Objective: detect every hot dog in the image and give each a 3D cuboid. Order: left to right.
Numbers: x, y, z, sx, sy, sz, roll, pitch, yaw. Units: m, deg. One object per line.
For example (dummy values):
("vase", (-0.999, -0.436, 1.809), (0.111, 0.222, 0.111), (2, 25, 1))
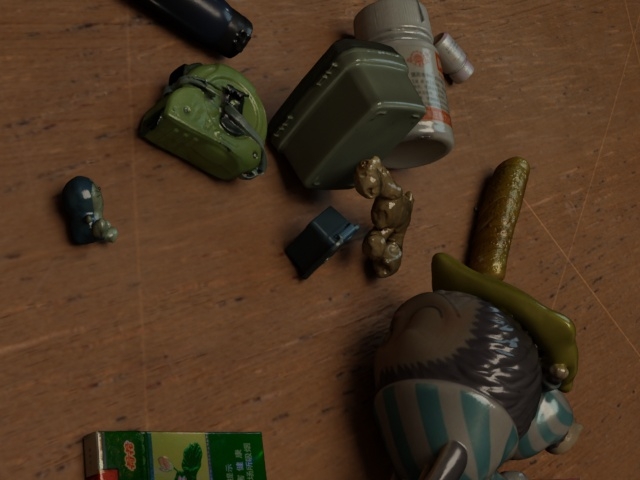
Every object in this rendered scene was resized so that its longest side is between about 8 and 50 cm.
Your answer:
("hot dog", (0.308, -0.038, 1.740), (0.061, 0.088, 0.286), (36, 46, -20))

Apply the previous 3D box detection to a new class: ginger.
("ginger", (0.092, -0.030, 1.458), (0.258, 0.065, 0.149), (49, 49, -69))

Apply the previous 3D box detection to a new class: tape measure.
("tape measure", (-0.141, -0.163, 1.348), (0.177, 0.087, 0.154), (32, 51, -33))

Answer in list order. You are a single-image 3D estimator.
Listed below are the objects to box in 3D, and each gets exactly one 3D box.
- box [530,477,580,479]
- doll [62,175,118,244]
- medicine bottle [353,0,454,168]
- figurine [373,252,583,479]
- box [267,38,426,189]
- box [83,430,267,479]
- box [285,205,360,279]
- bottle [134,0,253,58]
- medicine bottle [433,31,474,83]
("box", (0.375, 0.454, 1.591), (0.111, 0.060, 0.156), (9, 62, -42))
("doll", (-0.273, -0.036, 1.174), (0.050, 0.076, 0.083), (-15, 86, -5))
("medicine bottle", (0.128, -0.252, 1.618), (0.144, 0.144, 0.252), (7, 66, -43))
("figurine", (0.176, 0.268, 1.413), (0.377, 0.266, 0.361), (-46, 130, -21))
("box", (0.036, -0.175, 1.431), (0.148, 0.210, 0.129), (-2, 56, -45))
("box", (-0.158, 0.286, 1.155), (0.235, 0.034, 0.132), (11, 64, -41))
("box", (0.000, 0.000, 1.407), (0.054, 0.099, 0.074), (48, 43, 4))
("bottle", (-0.201, -0.335, 1.382), (0.244, 0.082, 0.072), (30, 97, -31))
("medicine bottle", (0.236, -0.331, 1.826), (0.089, 0.052, 0.052), (45, 46, -20))
